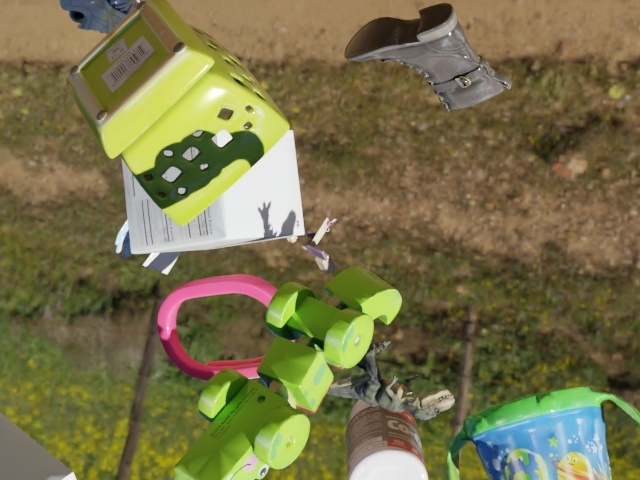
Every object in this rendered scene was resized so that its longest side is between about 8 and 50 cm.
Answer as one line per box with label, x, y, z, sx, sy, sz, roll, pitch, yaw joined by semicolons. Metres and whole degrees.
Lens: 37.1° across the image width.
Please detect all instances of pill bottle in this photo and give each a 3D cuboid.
pill bottle;0.132;0.438;1.994;0.161;0.161;0.283;14;-163;-4

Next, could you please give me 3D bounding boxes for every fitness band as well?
fitness band;-0.186;0.172;1.883;0.291;0.209;0.054;-9;-167;24

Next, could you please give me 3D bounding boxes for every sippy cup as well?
sippy cup;0.372;0.375;1.555;0.240;0.224;0.305;-3;158;-27

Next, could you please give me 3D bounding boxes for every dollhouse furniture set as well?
dollhouse furniture set;0.000;0.000;1.871;0.091;0.081;0.114;24;162;25

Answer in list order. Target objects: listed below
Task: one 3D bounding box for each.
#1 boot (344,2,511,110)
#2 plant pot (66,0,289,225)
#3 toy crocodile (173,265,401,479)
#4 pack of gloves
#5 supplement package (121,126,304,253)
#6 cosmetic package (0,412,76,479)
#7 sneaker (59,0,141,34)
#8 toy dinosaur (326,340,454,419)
boot;0.199;-0.321;1.795;0.263;0.091;0.229;-6;143;35
plant pot;-0.219;-0.199;1.374;0.207;0.228;0.227;42;-172;-49
toy crocodile;-0.033;0.157;1.064;0.115;0.340;0.105;21;150;33
pack of gloves;-0.327;-0.034;2.080;0.046;0.232;0.195;40;-172;38
supplement package;-0.198;-0.088;1.746;0.263;0.198;0.199;-8;177;41
cosmetic package;-0.486;0.456;1.576;0.284;0.097;0.377;25;137;31
sneaker;-0.379;-0.413;1.701;0.118;0.110;0.292;-30;168;2
toy dinosaur;0.075;0.205;1.459;0.268;0.118;0.064;2;-164;42
